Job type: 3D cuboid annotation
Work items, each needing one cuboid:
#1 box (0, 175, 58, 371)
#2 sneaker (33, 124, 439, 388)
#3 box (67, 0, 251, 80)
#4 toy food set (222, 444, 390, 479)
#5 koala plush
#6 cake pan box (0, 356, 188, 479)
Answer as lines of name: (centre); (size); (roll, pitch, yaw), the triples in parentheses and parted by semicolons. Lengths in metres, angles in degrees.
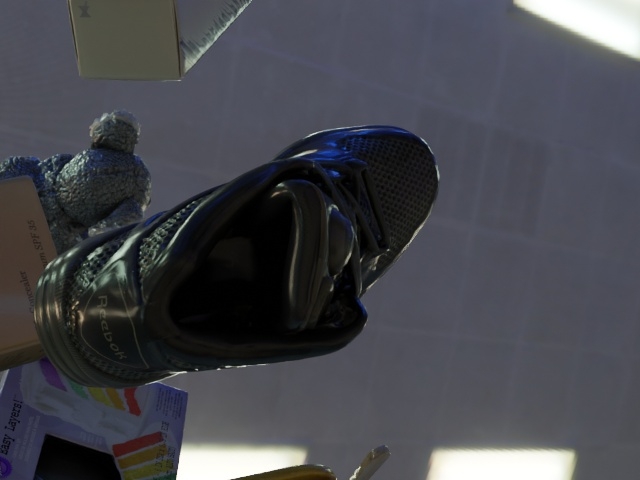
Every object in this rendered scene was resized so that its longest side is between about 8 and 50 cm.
box: (-0.367, 0.059, 0.955); (0.311, 0.121, 0.148); (-17, -97, -34)
sneaker: (0.000, 0.000, 0.538); (0.227, 0.130, 0.087); (-22, -80, -41)
box: (-0.157, -0.252, 1.254); (0.275, 0.113, 0.094); (-64, -26, -60)
toy food set: (-0.041, 0.195, 0.734); (0.217, 0.071, 0.128); (-5, -33, -38)
koala plush: (-0.298, -0.052, 1.545); (0.203, 0.221, 0.196); (17, -116, -42)
cake pan box: (-0.299, 0.262, 1.527); (0.245, 0.267, 0.070); (20, -56, -12)
